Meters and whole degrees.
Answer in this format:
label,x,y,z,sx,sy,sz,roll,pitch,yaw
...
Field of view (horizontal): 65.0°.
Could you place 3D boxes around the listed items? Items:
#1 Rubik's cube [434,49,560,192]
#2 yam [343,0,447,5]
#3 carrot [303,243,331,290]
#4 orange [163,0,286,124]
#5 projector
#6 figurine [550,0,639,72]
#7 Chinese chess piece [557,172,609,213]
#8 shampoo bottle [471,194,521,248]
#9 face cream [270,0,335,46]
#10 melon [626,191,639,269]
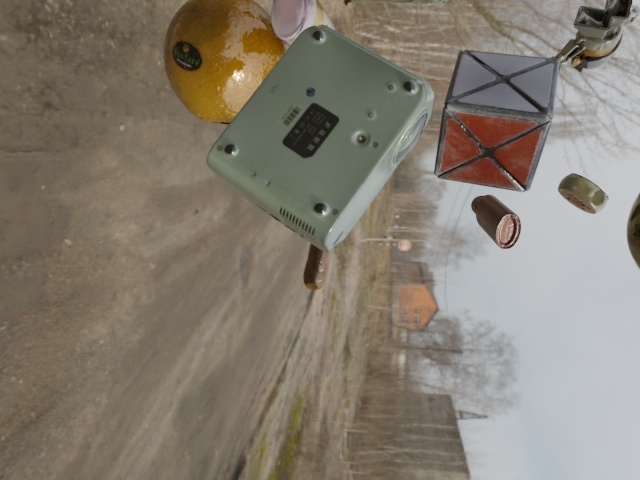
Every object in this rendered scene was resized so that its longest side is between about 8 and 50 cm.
label,x,y,z,sx,sy,sz,roll,pitch,yaw
Rubik's cube,0.450,-0.311,1.295,0.259,0.255,0.260,82,25,-55
yam,0.195,-0.651,1.162,0.195,0.300,0.195,175,-90,-83
carrot,0.000,0.000,1.291,0.066,0.066,0.314,-79,177,-53
orange,-0.201,-0.384,1.077,0.274,0.275,0.274,2,90,-83
projector,0.004,-0.139,0.675,0.250,0.198,0.108,-53,167,-8
figurine,0.898,-0.664,1.638,0.308,0.309,0.143,70,11,-71
Chinese chess piece,0.673,-0.120,1.293,0.051,0.122,0.122,-50,177,7
shampoo bottle,0.489,-0.066,1.424,0.260,0.065,0.102,-88,180,-71
face cream,-0.030,-0.427,0.997,0.269,0.073,0.107,-41,143,-74
melon,0.841,-0.042,1.125,0.330,0.269,0.268,-57,160,-22
